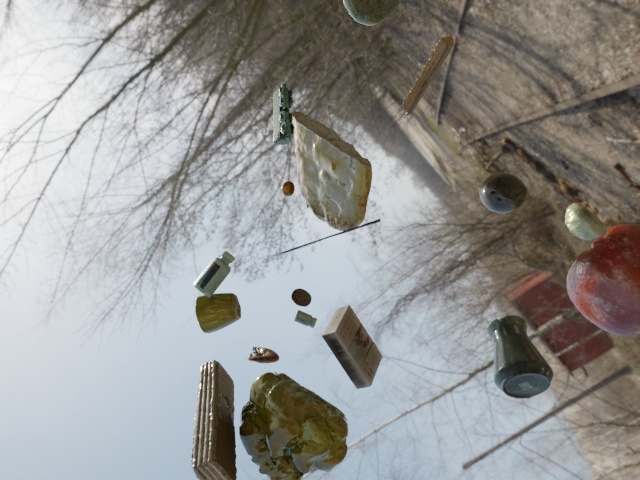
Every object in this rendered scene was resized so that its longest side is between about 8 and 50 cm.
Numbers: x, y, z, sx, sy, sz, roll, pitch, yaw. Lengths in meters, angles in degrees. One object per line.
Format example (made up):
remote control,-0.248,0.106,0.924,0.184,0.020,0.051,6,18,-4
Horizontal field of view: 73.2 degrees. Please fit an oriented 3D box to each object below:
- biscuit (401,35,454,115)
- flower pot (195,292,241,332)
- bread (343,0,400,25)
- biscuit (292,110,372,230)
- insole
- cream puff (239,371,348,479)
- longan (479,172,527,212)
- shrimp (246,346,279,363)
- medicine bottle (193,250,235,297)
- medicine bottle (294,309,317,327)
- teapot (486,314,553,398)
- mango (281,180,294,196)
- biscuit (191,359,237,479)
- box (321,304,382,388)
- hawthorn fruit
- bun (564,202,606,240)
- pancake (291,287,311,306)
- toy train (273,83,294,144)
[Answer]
biscuit,0.492,-0.760,1.997,0.054,0.379,0.094,40,-135,10
flower pot,-0.495,0.343,2.117,0.195,0.179,0.195,-16,-90,-86
bread,0.194,-0.896,1.515,0.267,0.267,0.040,33,-166,-44
biscuit,0.046,-0.244,1.713,0.429,0.104,0.446,35,141,37
insole,0.000,0.000,1.148,0.119,0.348,0.009,-19,-90,-63
cream puff,-0.099,0.602,1.343,0.378,0.276,0.378,28,154,15
longan,0.854,-0.224,2.021,0.196,0.196,0.220,42,-170,-25
shrimp,-0.289,0.555,2.077,0.150,0.068,0.248,5,174,-23
medicine bottle,-0.510,0.157,2.098,0.121,0.229,0.083,26,163,44
medicine bottle,-0.058,0.306,1.669,0.083,0.047,0.047,24,-162,0
teapot,0.634,0.376,1.384,0.203,0.171,0.225,46,-150,-28
mango,-0.122,-0.198,1.661,0.046,0.060,0.089,7,-178,9
biscuit,-0.320,0.551,1.327,0.144,0.078,0.426,63,-179,-27
box,0.109,0.355,1.436,0.233,0.067,0.149,58,-144,-14
hawthorn fruit,0.798,0.106,1.122,0.284,0.284,0.284,44,-162,-18
bun,0.519,-0.033,0.854,0.086,0.055,0.086,35,-157,-17
pancake,-0.098,0.295,2.226,0.114,0.011,0.115,14,-132,-16
toy train,-0.092,-0.314,1.064,0.038,0.071,0.148,4,-103,-27
